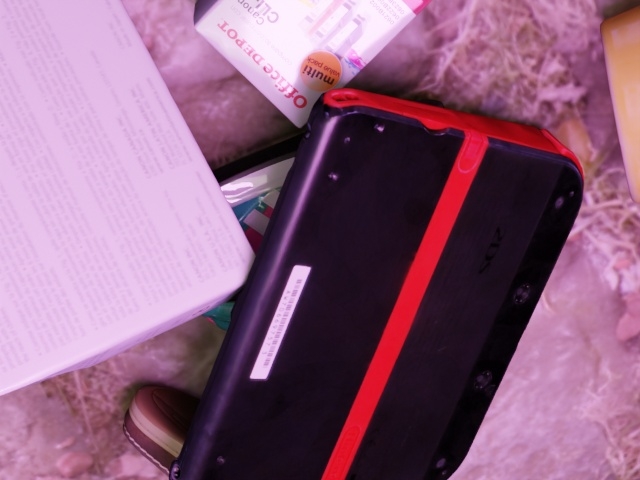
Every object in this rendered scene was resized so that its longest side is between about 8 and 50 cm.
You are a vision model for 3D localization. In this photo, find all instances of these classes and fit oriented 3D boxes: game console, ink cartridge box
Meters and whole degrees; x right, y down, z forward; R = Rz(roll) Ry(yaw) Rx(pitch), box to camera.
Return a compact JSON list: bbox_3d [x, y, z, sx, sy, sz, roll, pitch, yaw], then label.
[{"bbox_3d":[0.057,0.067,1.099,0.342,0.060,0.386,7,111,-40],"label":"game console"},{"bbox_3d":[-0.004,-0.207,1.052,0.128,0.127,0.176,43,102,-16],"label":"ink cartridge box"},{"bbox_3d":[-0.280,-0.026,0.964,0.385,0.091,0.308,-25,84,-27],"label":"ink cartridge box"}]

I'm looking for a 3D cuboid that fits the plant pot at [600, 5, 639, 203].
[{"bbox_3d":[0.370,-0.133,1.057,0.239,0.254,0.254,-10,110,15],"label":"plant pot"}]

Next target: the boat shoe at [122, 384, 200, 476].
[{"bbox_3d":[-0.073,0.278,1.220,0.342,0.123,0.123,40,100,-22],"label":"boat shoe"}]

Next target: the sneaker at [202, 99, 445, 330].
[{"bbox_3d":[0.000,0.000,1.122,0.296,0.124,0.178,-21,104,11],"label":"sneaker"}]
